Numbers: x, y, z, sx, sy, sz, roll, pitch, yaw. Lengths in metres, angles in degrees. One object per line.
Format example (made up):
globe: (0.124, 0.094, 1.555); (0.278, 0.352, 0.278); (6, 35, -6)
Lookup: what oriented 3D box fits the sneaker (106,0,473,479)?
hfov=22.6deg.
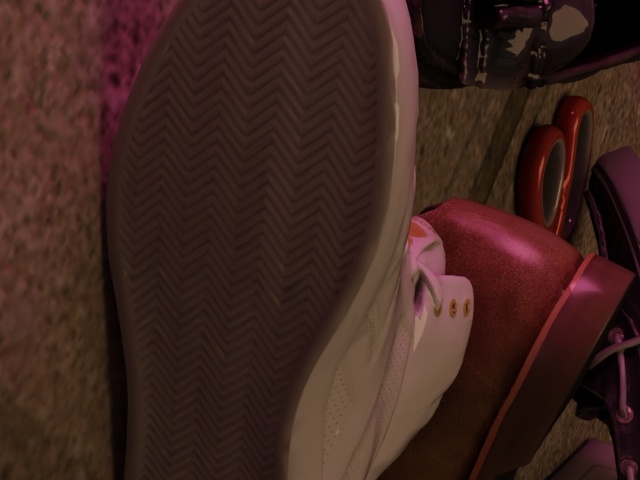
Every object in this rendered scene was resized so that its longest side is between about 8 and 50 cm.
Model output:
sneaker: (0.000, 0.000, 0.636); (0.169, 0.108, 0.293); (-43, 149, -53)

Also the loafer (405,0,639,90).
loafer: (0.110, -0.127, 0.802); (0.302, 0.095, 0.109); (-17, 117, -63)

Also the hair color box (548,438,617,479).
hair color box: (0.215, 0.267, 1.129); (0.374, 0.185, 0.114); (-21, 122, -61)

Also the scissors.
scissors: (0.143, 0.053, 1.060); (0.109, 0.021, 0.297); (-27, 125, -62)

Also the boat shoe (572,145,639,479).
boat shoe: (0.205, 0.088, 1.060); (0.113, 0.105, 0.306); (44, 34, -74)

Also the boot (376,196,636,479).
boot: (0.036, 0.118, 0.790); (0.305, 0.115, 0.112); (-65, 168, 21)
